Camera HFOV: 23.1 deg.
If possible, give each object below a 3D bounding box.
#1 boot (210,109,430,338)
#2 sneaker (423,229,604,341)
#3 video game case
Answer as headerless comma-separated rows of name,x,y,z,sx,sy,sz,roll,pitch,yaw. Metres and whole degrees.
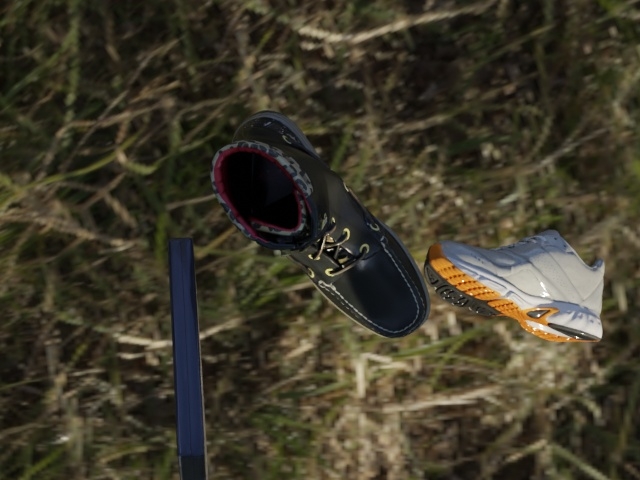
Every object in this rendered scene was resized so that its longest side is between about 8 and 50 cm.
boot,-0.002,0.000,1.295,0.085,0.178,0.236,-38,93,11
sneaker,0.234,0.033,1.869,0.262,0.099,0.121,23,71,-32
video game case,-0.113,0.148,1.376,0.026,0.274,0.196,-4,61,-4
